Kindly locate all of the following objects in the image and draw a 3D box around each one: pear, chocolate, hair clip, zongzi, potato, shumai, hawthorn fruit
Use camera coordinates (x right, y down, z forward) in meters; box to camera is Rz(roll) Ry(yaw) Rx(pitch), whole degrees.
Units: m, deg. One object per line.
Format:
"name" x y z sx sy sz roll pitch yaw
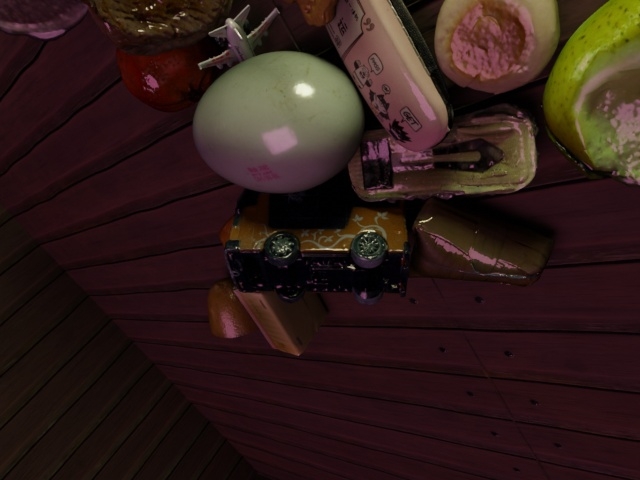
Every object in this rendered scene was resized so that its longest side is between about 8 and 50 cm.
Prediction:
"pear" 0.403 -0.177 0.524 0.292 0.159 0.293 22 138 21
"chocolate" -0.547 -0.542 0.888 0.302 0.213 0.303 -2 153 -1
"hair clip" 0.192 -0.134 0.806 0.321 0.091 0.139 3 109 43
"zongzi" 0.272 0.046 0.925 0.228 0.115 0.256 23 148 14
"potato" -0.262 0.187 1.511 0.203 0.178 0.158 25 134 59
"shumai" -0.274 -0.400 0.810 0.185 0.218 0.184 37 162 44
"hawthorn fruit" -0.294 -0.345 0.941 0.200 0.179 0.179 52 145 5

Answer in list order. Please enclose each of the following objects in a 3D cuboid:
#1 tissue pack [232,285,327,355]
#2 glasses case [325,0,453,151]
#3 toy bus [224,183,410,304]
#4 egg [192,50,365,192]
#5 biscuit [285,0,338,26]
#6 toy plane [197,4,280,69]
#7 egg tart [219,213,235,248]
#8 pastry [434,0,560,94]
"tissue pack" -0.098 0.163 1.326 0.125 0.159 0.234 2 131 40
"glasses case" 0.086 -0.271 0.717 0.315 0.075 0.122 60 154 -3
"toy bus" 0.000 0.000 0.947 0.322 0.194 0.162 1 143 6
"egg" -0.085 -0.195 0.865 0.370 0.230 0.230 4 132 47
"biscuit" -0.036 -0.407 0.680 0.226 0.036 0.166 62 154 3
"toy plane" -0.138 -0.336 0.863 0.066 0.162 0.171 55 180 -2
"egg tart" -0.126 0.003 1.151 0.171 0.215 0.215 51 144 0
"pastry" 0.222 -0.265 0.638 0.156 0.092 0.157 20 140 18
